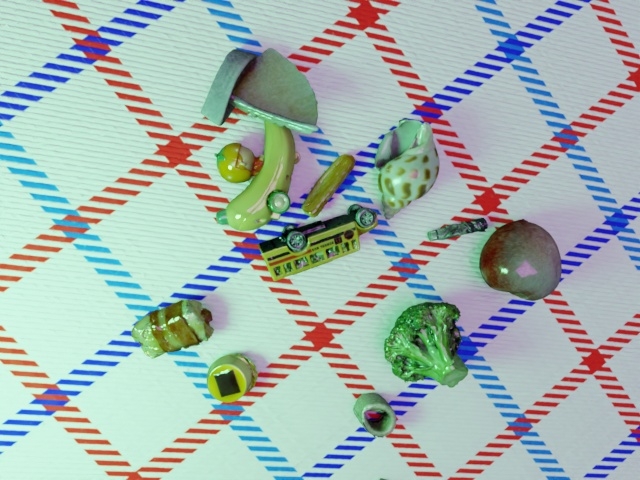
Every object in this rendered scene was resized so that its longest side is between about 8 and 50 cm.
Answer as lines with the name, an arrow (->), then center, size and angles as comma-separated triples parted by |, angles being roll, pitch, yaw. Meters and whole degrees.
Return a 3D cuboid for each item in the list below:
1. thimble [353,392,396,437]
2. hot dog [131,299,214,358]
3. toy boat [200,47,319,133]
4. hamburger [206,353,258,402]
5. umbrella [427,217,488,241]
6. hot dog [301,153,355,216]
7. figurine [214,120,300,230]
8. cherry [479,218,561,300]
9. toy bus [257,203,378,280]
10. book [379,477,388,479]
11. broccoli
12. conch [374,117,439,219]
thimble -> 0.162, 0.516, 1.396 | 0.115, 0.090, 0.102 | 18, 91, -12
hot dog -> -0.395, 0.234, 1.272 | 0.213, 0.103, 0.146 | -14, 118, 0
toy boat -> -0.152, -0.396, 1.243 | 0.293, 0.111, 0.276 | 6, 62, -9
hamburger -> -0.248, 0.381, 1.316 | 0.141, 0.081, 0.126 | -33, 97, 5
umbrella -> 0.416, -0.034, 1.427 | 0.188, 0.050, 0.046 | -11, 74, -10
hot dog -> 0.022, -0.158, 1.345 | 0.066, 0.047, 0.216 | 33, 82, 18
figurine -> -0.177, -0.183, 1.273 | 0.222, 0.124, 0.324 | 14, 88, -8
cherry -> 0.595, 0.052, 1.386 | 0.239, 0.206, 0.239 | 0, 96, 2
toy bus -> 0.000, 0.000, 1.317 | 0.335, 0.121, 0.123 | -19, 106, -9
book -> 0.288, 0.895, 1.483 | 0.322, 0.018, 0.228 | 22, 91, -11
broccoli -> 0.314, 0.300, 1.350 | 0.261, 0.241, 0.269 | 14, 121, -30
conch -> 0.241, -0.193, 1.332 | 0.148, 0.183, 0.275 | 33, 94, -42
